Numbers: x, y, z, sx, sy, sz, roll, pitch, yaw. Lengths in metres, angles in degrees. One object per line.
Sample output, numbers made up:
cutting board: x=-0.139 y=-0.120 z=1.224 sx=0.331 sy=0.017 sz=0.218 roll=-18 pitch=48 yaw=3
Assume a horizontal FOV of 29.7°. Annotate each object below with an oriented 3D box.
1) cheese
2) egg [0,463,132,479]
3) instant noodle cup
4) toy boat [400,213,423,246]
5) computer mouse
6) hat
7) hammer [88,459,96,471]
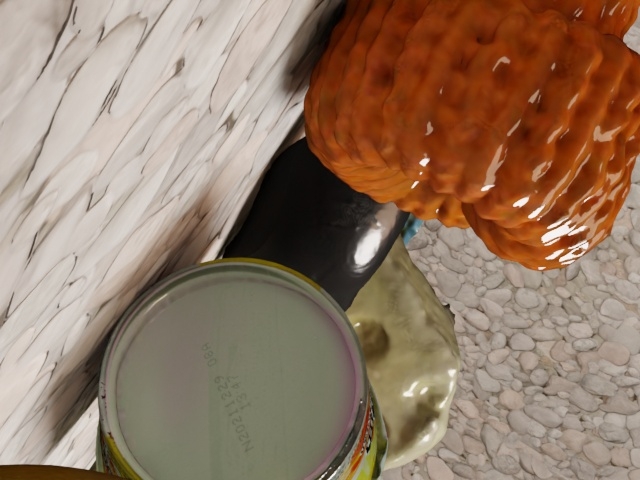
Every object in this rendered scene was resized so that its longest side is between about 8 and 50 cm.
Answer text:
cheese: x=0.021 y=0.128 z=1.465 sx=0.115 sy=0.318 sz=0.326 roll=-41 pitch=152 yaw=-72
egg: x=-0.149 y=0.246 z=0.453 sx=0.351 sy=0.282 sz=0.282 roll=-40 pitch=170 yaw=-29
instant noodle cup: x=-0.070 y=0.142 z=0.987 sx=0.264 sy=0.264 sz=0.200 roll=-53 pitch=167 yaw=-19
toy boat: x=0.035 y=0.001 z=1.609 sx=0.332 sy=0.145 sz=0.133 roll=-51 pitch=-166 yaw=-13
computer mouse: x=0.000 y=0.000 z=1.149 sx=0.264 sy=0.147 sz=0.088 roll=124 pitch=-25 yaw=-48
hat: x=0.179 y=-0.183 z=0.936 sx=0.400 sy=0.285 sz=0.285 roll=-58 pitch=177 yaw=-2
hammer: x=-0.281 y=0.296 z=1.344 sx=0.292 sy=0.029 sz=0.058 roll=-55 pitch=179 yaw=-9
